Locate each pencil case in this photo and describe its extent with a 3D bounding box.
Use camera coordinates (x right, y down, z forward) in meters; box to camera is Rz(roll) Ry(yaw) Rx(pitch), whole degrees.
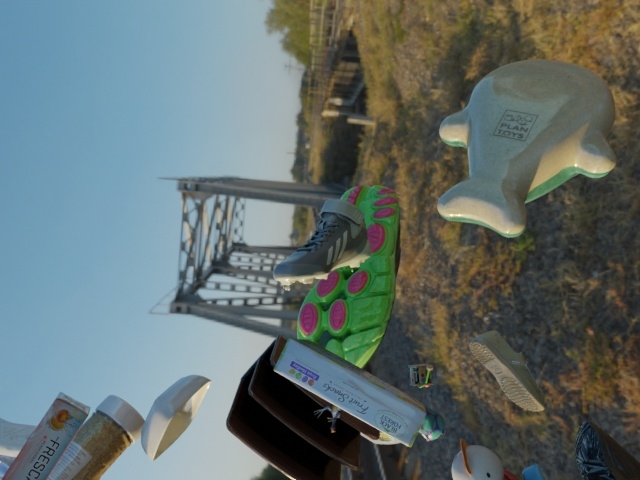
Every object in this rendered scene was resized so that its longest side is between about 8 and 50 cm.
[{"bbox_3d":[0.213,0.405,1.363,0.065,0.152,0.070,-20,45,54],"label":"pencil case"}]

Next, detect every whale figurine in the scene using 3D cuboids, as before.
[{"bbox_3d":[0.250,-0.102,0.745,0.272,0.216,0.141,-56,-33,-25],"label":"whale figurine"}]

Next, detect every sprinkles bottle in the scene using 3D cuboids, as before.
[{"bbox_3d":[-0.544,0.507,1.300,0.355,0.121,0.121,-49,-22,-35],"label":"sprinkles bottle"}]

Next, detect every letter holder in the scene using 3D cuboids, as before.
[{"bbox_3d":[-0.031,0.390,1.300,0.152,0.302,0.214,-50,8,17],"label":"letter holder"}]

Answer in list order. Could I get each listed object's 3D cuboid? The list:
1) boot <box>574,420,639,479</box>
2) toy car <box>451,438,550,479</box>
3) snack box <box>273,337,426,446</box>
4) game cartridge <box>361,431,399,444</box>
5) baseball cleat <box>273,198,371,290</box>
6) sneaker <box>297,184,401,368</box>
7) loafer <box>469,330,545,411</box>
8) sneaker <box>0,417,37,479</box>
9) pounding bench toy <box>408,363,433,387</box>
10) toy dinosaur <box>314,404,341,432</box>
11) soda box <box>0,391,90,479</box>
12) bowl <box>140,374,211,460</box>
[{"bbox_3d":[0.609,0.446,1.103,0.246,0.207,0.094,-84,6,-71],"label":"boot"},{"bbox_3d":[0.361,0.543,1.303,0.238,0.219,0.210,52,-160,-13],"label":"toy car"},{"bbox_3d":[0.032,0.143,0.581,0.037,0.141,0.100,-63,-12,-4],"label":"snack box"},{"bbox_3d":[0.160,0.529,1.766,0.060,0.196,0.294,-63,6,-30],"label":"game cartridge"},{"bbox_3d":[0.000,0.000,0.832,0.206,0.072,0.109,-15,-80,-57],"label":"baseball cleat"},{"bbox_3d":[0.091,0.099,1.257,0.202,0.186,0.482,69,-147,-46],"label":"sneaker"},{"bbox_3d":[0.530,0.353,1.644,0.092,0.268,0.102,-41,1,-27],"label":"loafer"},{"bbox_3d":[-0.830,0.590,1.550,0.130,0.323,0.236,-57,-30,-67],"label":"sneaker"},{"bbox_3d":[0.303,0.399,1.753,0.083,0.052,0.065,155,113,-67],"label":"pounding bench toy"},{"bbox_3d":[0.035,0.337,1.175,0.047,0.090,0.082,-122,17,-57],"label":"toy dinosaur"},{"bbox_3d":[-0.435,0.333,0.928,0.183,0.058,0.063,-58,13,-12],"label":"soda box"},{"bbox_3d":[-0.273,0.317,1.107,0.142,0.053,0.142,-62,-12,25],"label":"bowl"}]
